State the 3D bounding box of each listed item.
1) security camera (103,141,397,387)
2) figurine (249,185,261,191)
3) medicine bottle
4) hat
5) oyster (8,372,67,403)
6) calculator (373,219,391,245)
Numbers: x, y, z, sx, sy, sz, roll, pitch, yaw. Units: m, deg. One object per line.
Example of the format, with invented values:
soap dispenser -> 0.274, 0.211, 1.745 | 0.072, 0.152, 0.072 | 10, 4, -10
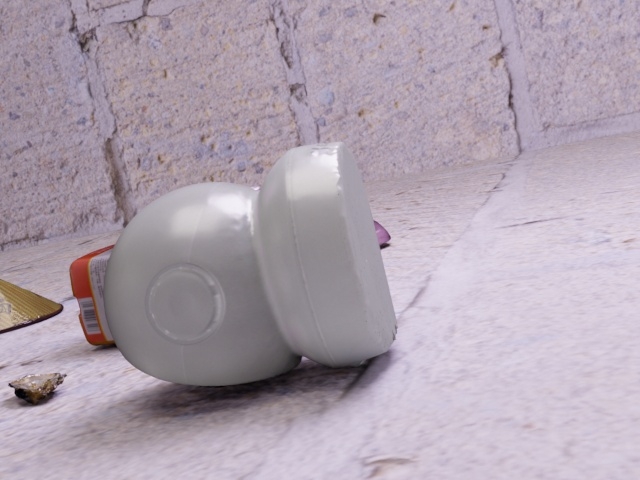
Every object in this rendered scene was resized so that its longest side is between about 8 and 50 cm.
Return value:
security camera -> -0.068, 0.031, 0.790 | 0.236, 0.194, 0.194 | -13, 7, 8
figurine -> -0.164, -0.012, 1.573 | 0.175, 0.116, 0.240 | -25, -1, 3
medicine bottle -> -0.162, 0.048, 1.094 | 0.222, 0.112, 0.149 | -9, 8, 27
hat -> -0.504, 0.093, 1.456 | 0.193, 0.082, 0.193 | -11, 8, 2
oyster -> -0.274, 0.143, 0.911 | 0.054, 0.019, 0.083 | -14, 5, -25
calculator -> 0.000, -0.002, 1.508 | 0.194, 0.043, 0.294 | -13, 8, -13
